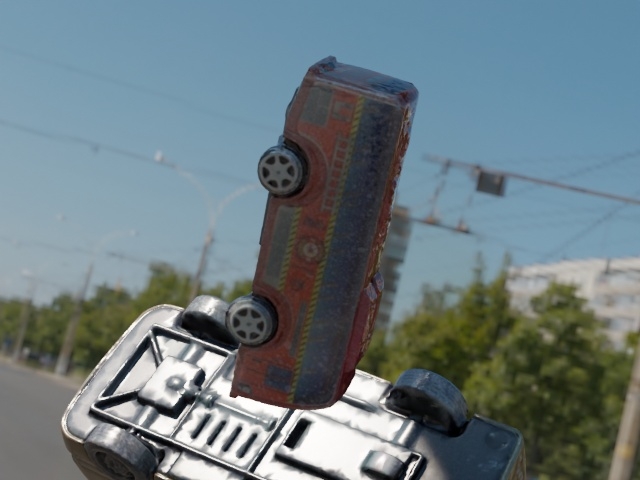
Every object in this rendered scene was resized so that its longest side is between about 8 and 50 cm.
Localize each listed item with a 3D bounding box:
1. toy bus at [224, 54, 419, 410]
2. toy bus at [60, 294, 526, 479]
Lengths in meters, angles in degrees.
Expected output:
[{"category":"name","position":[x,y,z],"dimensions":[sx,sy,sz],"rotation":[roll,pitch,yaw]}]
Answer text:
[{"category":"toy bus","position":[0.000,0.000,0.765],"dimensions":[0.077,0.192,0.065],"rotation":[16,19,11]},{"category":"toy bus","position":[-0.016,0.155,0.919],"dimensions":[0.289,0.139,0.157],"rotation":[16,-36,27]}]
